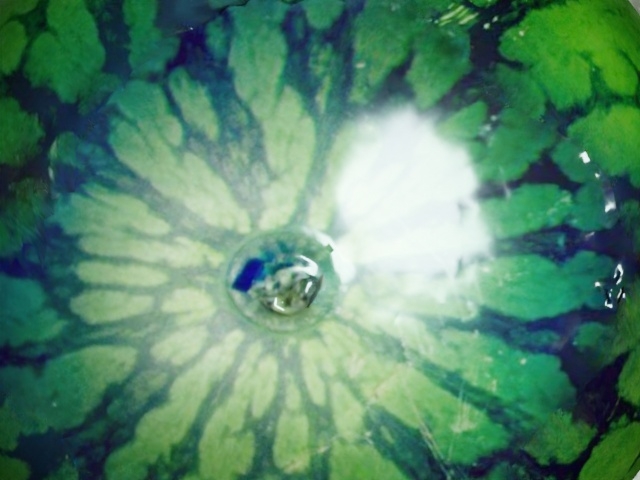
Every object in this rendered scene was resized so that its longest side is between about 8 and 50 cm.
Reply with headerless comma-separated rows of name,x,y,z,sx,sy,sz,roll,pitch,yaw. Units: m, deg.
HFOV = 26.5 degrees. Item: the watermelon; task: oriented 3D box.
watermelon,0.000,0.000,0.586,0.363,0.363,0.363,-5,11,1
